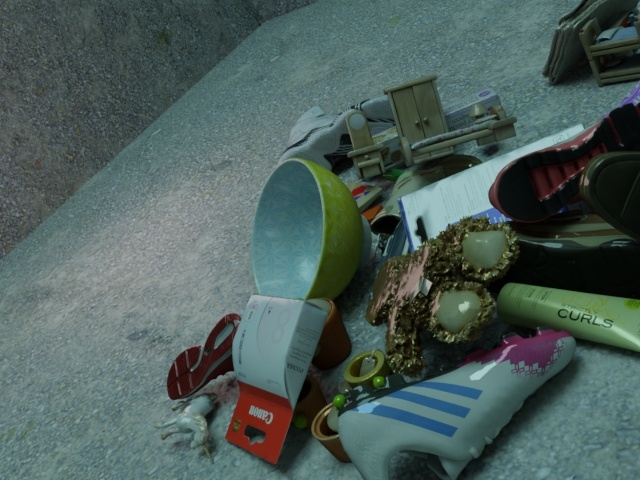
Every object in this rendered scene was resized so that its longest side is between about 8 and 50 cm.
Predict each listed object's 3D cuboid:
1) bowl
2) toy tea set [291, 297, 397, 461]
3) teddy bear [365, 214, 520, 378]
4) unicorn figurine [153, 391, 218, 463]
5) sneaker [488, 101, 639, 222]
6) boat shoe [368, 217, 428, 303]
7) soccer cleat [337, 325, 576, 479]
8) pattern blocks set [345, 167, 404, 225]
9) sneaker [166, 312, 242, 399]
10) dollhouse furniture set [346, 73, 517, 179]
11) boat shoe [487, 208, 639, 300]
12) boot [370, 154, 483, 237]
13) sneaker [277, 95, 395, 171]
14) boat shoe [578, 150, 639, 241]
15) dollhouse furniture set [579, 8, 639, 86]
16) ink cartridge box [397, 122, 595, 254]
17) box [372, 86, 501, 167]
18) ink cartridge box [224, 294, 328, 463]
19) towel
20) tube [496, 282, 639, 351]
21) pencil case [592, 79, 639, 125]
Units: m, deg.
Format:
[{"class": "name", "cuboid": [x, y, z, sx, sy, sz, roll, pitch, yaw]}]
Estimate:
[{"class": "bowl", "cuboid": [0.000, 0.000, 1.517, 0.156, 0.290, 0.289, 5, 8, -30]}, {"class": "toy tea set", "cuboid": [-0.004, 0.192, 1.245, 0.200, 0.124, 0.336, -39, 26, -16]}, {"class": "teddy bear", "cuboid": [0.176, 0.073, 1.152, 0.338, 0.113, 0.245, 134, 155, -59]}, {"class": "unicorn figurine", "cuboid": [-0.216, 0.300, 1.360, 0.111, 0.060, 0.162, -20, 28, 24]}, {"class": "sneaker", "cuboid": [0.386, -0.118, 1.203, 0.313, 0.116, 0.136, -19, 2, -2]}, {"class": "boat shoe", "cuboid": [0.138, 0.030, 1.425, 0.079, 0.095, 0.255, -9, 43, 25]}, {"class": "soccer cleat", "cuboid": [0.186, 0.218, 1.037, 0.331, 0.143, 0.116, -18, -19, -9]}, {"class": "pattern blocks set", "cuboid": [0.037, -0.061, 1.771, 0.324, 0.026, 0.285, -35, 26, -9]}, {"class": "sneaker", "cuboid": [-0.162, 0.219, 1.427, 0.221, 0.128, 0.087, -40, 46, 30]}, {"class": "dollhouse furniture set", "cuboid": [0.187, -0.237, 1.584, 0.303, 0.174, 0.355, -16, 3, 4]}, {"class": "boat shoe", "cuboid": [0.358, 0.017, 1.193, 0.324, 0.123, 0.120, 6, 38, 40]}, {"class": "boot", "cuboid": [0.204, -0.080, 1.566, 0.213, 0.077, 0.165, -13, 30, 44]}, {"class": "sneaker", "cuboid": [0.055, -0.277, 2.011, 0.365, 0.137, 0.210, -29, 28, 14]}, {"class": "boat shoe", "cuboid": [0.454, -0.051, 1.062, 0.104, 0.307, 0.111, -128, 53, -67]}, {"class": "dollhouse furniture set", "cuboid": [0.633, -0.421, 1.648, 0.129, 0.129, 0.184, 1, 40, 48]}, {"class": "ink cartridge box", "cuboid": [0.302, -0.055, 1.347, 0.332, 0.065, 0.165, -21, 58, 17]}, {"class": "box", "cuboid": [0.239, -0.242, 1.802, 0.324, 0.063, 0.067, -22, 27, 8]}, {"class": "ink cartridge box", "cuboid": [-0.088, 0.201, 1.249, 0.189, 0.066, 0.232, -1, 62, 60]}, {"class": "towel", "cuboid": [0.588, -0.470, 1.752, 0.282, 0.187, 0.049, -38, 67, -17]}, {"class": "tube", "cuboid": [0.353, 0.099, 1.104, 0.240, 0.062, 0.070, 8, 86, 47]}, {"class": "pencil case", "cuboid": [0.514, -0.197, 1.422, 0.206, 0.088, 0.086, -38, 25, -16]}]
